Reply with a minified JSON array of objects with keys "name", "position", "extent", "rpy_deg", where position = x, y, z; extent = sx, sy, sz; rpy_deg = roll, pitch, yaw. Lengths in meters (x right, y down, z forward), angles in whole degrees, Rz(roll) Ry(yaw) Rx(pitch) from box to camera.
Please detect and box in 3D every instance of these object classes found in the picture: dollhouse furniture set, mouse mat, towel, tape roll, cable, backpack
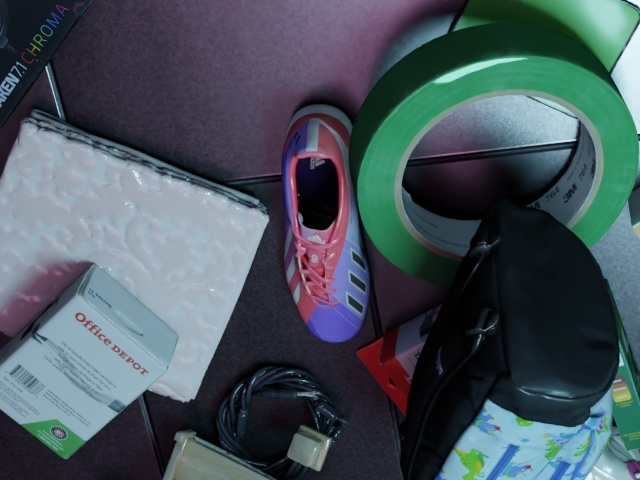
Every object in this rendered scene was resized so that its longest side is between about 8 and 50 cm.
[{"name":"dollhouse furniture set","position":[-0.154,0.360,2.022],"extent":[0.303,0.174,0.355],"rpy_deg":[24,98,21]},{"name":"mouse mat","position":[0.250,-0.234,1.688],"extent":[0.190,0.007,0.152],"rpy_deg":[23,119,-6]},{"name":"towel","position":[-0.264,0.027,1.872],"extent":[0.332,0.053,0.317],"rpy_deg":[22,118,-5]},{"name":"tape roll","position":[0.194,-0.090,1.684],"extent":[0.321,0.077,0.321],"rpy_deg":[-4,129,-5]},{"name":"cable","position":[-0.065,0.248,1.967],"extent":[0.150,0.047,0.184],"rpy_deg":[42,117,-16]},{"name":"backpack","position":[0.207,0.180,1.678],"extent":[0.273,0.290,0.355],"rpy_deg":[21,131,-18]}]

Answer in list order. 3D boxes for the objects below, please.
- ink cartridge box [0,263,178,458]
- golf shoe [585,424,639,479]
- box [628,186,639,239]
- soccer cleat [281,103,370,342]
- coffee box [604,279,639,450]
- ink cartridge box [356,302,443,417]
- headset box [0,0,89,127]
[{"name":"ink cartridge box","position":[-0.302,0.152,1.865],"extent":[0.153,0.087,0.208],"rpy_deg":[43,115,-16]},{"name":"golf shoe","position":[0.356,0.295,1.913],"extent":[0.306,0.115,0.140],"rpy_deg":[39,127,-6]},{"name":"box","position":[0.460,-0.005,1.735],"extent":[0.130,0.091,0.170],"rpy_deg":[-33,109,22]},{"name":"soccer cleat","position":[0.000,0.000,1.784],"extent":[0.109,0.116,0.318],"rpy_deg":[1,118,7]},{"name":"coffee box","position":[0.363,0.154,1.822],"extent":[0.040,0.113,0.184],"rpy_deg":[-17,116,15]},{"name":"ink cartridge box","position":[0.169,0.154,1.867],"extent":[0.231,0.078,0.134],"rpy_deg":[-30,110,22]},{"name":"headset box","position":[-0.414,-0.296,1.673],"extent":[0.283,0.131,0.246],"rpy_deg":[37,116,-11]}]
